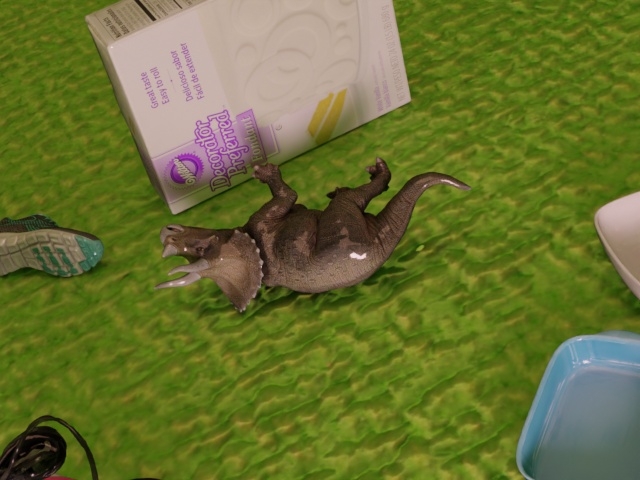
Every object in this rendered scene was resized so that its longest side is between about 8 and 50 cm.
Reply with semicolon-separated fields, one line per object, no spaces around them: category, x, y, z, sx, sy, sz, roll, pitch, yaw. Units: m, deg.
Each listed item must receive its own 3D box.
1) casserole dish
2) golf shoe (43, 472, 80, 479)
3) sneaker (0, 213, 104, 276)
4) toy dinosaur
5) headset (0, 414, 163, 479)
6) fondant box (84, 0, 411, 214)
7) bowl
casserole dish;0.233;0.152;0.929;0.114;0.037;0.188;7;44;26
golf shoe;-0.183;0.243;0.955;0.186;0.067;0.086;23;30;35
sneaker;-0.319;-0.004;1.287;0.166;0.065;0.076;2;39;19
toy dinosaur;0.000;0.000;1.154;0.313;0.121;0.160;-2;53;10
headset;-0.150;0.270;0.751;0.185;0.243;0.394;-28;44;-14
fondant box;-0.073;-0.207;1.299;0.330;0.238;0.096;-26;41;-11
bowl;0.340;0.007;1.050;0.142;0.053;0.142;-17;40;-1
